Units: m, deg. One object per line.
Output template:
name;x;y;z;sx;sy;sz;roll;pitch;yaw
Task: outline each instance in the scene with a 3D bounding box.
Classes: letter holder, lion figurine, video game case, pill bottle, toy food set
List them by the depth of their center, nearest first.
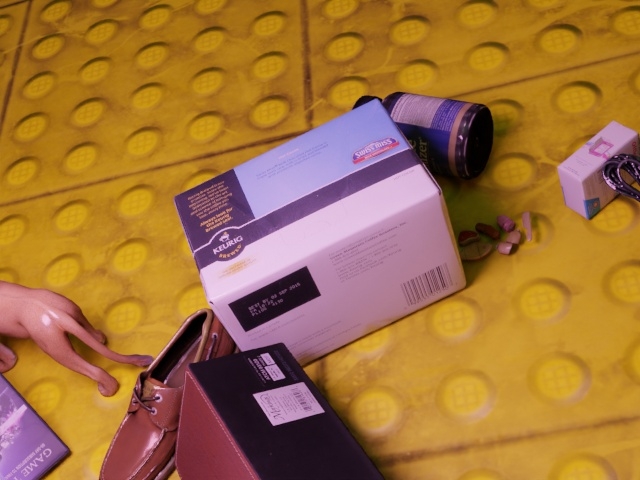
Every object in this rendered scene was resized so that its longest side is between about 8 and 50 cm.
letter holder;-0.059;0.321;1.282;0.152;0.214;0.302;-10;40;-31
video game case;-0.535;0.275;1.436;0.196;0.274;0.026;-42;6;-14
toy food set;0.263;-0.005;1.493;0.122;0.019;0.078;-13;49;20
lion figurine;-0.472;0.118;1.519;0.392;0.240;0.142;1;53;20
pill bottle;0.162;-0.177;1.599;0.219;0.123;0.123;13;58;30

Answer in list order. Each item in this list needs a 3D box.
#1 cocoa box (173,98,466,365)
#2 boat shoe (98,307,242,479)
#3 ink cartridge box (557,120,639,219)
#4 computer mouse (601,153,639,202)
cocoa box;0.000;0.000;1.442;0.347;0.231;0.228;-26;48;-1
boat shoe;-0.236;0.233;1.428;0.110;0.104;0.307;14;59;29
ink cartridge box;0.421;-0.106;1.466;0.122;0.088;0.052;-37;45;-12
computer mouse;0.558;-0.123;1.408;0.272;0.072;0.188;-40;77;-19
